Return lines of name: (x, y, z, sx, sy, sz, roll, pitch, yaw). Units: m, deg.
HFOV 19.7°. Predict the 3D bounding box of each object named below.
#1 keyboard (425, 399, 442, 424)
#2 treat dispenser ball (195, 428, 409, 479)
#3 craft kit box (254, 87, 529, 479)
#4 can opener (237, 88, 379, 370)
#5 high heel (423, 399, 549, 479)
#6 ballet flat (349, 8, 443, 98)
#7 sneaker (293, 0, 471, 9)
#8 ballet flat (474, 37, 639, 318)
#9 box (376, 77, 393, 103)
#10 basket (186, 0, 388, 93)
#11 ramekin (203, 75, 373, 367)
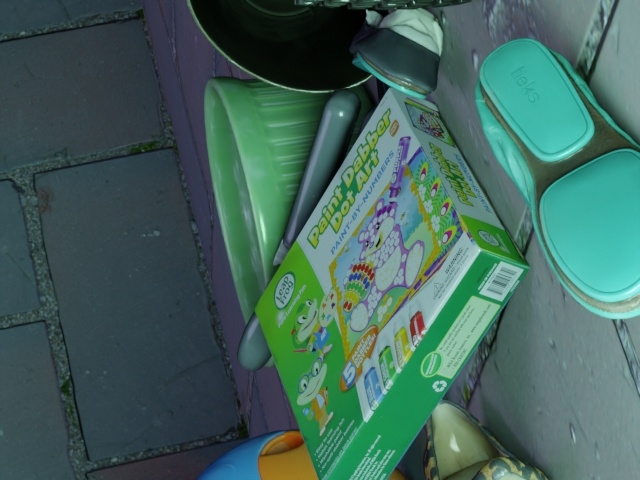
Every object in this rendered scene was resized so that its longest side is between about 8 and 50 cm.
keyboard: (0.070, 0.054, 1.738, 0.014, 0.072, 0.256, -1, 103, 46)
treat dispenser ball: (-0.019, 0.341, 1.930, 0.288, 0.288, 0.288, 169, 90, -81)
craft kit box: (0.050, 0.040, 1.510, 0.250, 0.061, 0.247, -59, 27, 23)
can opener: (0.000, 0.000, 1.672, 0.093, 0.074, 0.280, -56, -13, -63)
high heel: (0.119, 0.175, 1.487, 0.261, 0.093, 0.186, 77, 171, -61)
ballet flat: (0.064, -0.164, 1.522, 0.203, 0.074, 0.074, -122, 22, -78)
sneaker: (0.028, -0.254, 1.421, 0.343, 0.134, 0.146, -142, 50, -69)
ballet flat: (0.163, -0.026, 1.101, 0.087, 0.083, 0.247, 54, -171, -41)
box: (0.071, -0.118, 1.670, 0.083, 0.018, 0.067, -122, 23, -64)
basket: (-0.035, -0.252, 1.719, 0.154, 0.204, 0.227, -57, 17, 16)
ramekin: (-0.015, -0.031, 1.893, 0.303, 0.148, 0.303, 168, 90, -81)
